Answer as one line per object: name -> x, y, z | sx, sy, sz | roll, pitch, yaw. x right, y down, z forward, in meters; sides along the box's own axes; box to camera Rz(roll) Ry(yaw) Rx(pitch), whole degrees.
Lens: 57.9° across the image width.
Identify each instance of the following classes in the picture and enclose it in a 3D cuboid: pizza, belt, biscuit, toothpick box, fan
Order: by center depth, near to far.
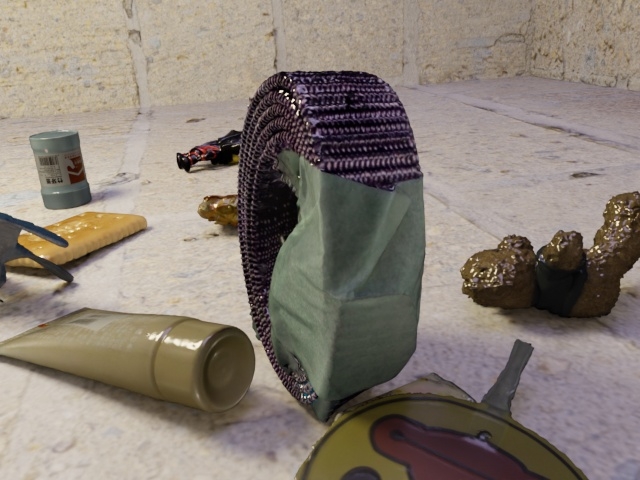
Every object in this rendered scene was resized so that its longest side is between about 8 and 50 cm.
fan -> 0.117, 0.175, 0.446 | 0.229, 0.011, 0.335 | 19, 36, 26
belt -> 0.000, 0.000, 0.552 | 0.122, 0.325, 0.260 | -8, 40, -22
biscuit -> -0.438, -0.008, 1.010 | 0.160, 0.030, 0.249 | 6, 19, 23
pizza -> -0.109, -0.054, 1.061 | 0.226, 0.069, 0.147 | -3, -1, -8
toothpick box -> -0.561, -0.154, 1.251 | 0.101, 0.153, 0.101 | -2, 22, 1

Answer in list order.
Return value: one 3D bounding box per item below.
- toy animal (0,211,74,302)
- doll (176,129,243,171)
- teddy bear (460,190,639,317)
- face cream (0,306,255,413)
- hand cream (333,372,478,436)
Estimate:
toy animal -> -0.462, 0.000, 0.789 | 0.239, 0.176, 0.255 | -7, -11, 41
doll -> -0.256, -0.239, 1.538 | 0.248, 0.088, 0.127 | -23, 48, -23
teddy bear -> 0.300, 0.034, 0.701 | 0.251, 0.182, 0.129 | -17, 61, 3
face cream -> -0.222, 0.115, 0.635 | 0.341, 0.084, 0.137 | 2, 18, 36
hand cream -> 0.077, 0.156, 0.532 | 0.143, 0.039, 0.061 | -12, 22, -34
